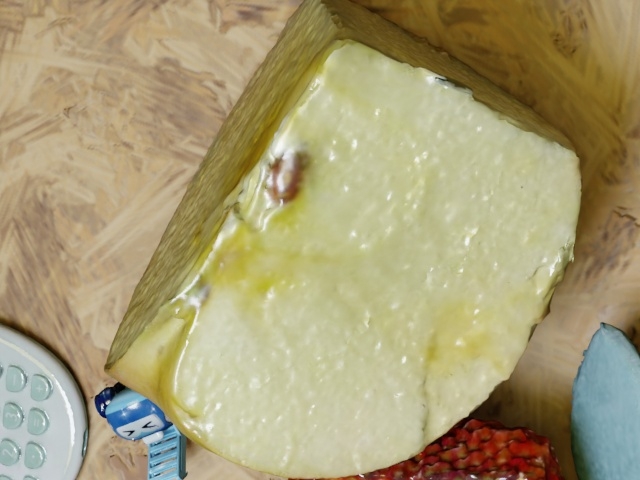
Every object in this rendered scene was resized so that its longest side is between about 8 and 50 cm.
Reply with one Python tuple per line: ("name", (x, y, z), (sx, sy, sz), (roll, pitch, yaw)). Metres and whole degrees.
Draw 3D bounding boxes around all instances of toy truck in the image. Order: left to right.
("toy truck", (-0.131, 0.148, 1.536), (0.056, 0.073, 0.090), (-23, 90, 19))

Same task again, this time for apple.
("apple", (0.000, 0.000, 1.375), (0.314, 0.252, 0.309), (36, 106, 30))

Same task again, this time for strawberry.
("strawberry", (0.071, 0.198, 1.446), (0.286, 0.106, 0.188), (-22, 121, 35))

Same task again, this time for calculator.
("calculator", (-0.332, 0.141, 1.616), (0.295, 0.042, 0.184), (9, 100, 13))

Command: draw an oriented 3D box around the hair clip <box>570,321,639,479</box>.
("hair clip", (0.294, 0.243, 1.323), (0.238, 0.392, 0.318), (7, 98, -9))
